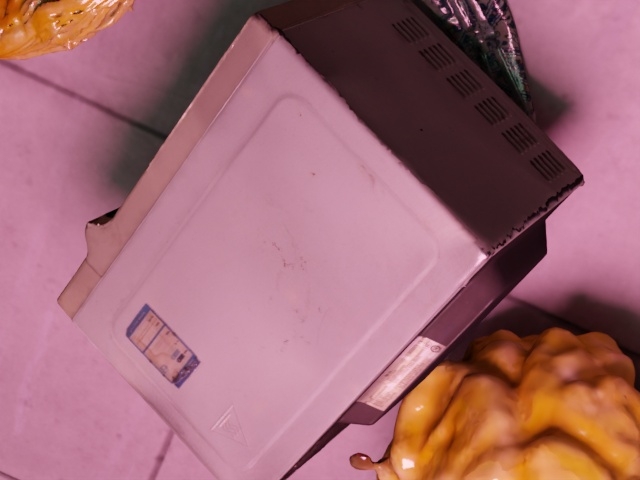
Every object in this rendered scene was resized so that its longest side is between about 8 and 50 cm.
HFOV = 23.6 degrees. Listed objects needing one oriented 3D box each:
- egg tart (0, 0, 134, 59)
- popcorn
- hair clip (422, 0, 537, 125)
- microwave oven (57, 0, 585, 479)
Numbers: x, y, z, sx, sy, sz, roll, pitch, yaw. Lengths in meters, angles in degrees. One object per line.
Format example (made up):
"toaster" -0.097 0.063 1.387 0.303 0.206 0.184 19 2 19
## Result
"egg tart" -0.262 -0.288 1.257 0.295 0.116 0.294 9 126 13
"popcorn" 0.219 0.251 1.365 0.382 0.349 0.349 9 129 -25
"hair clip" 0.127 -0.169 1.261 0.066 0.036 0.229 -21 108 24
"microwave oven" 0.000 0.000 1.275 0.286 0.218 0.355 45 125 9
